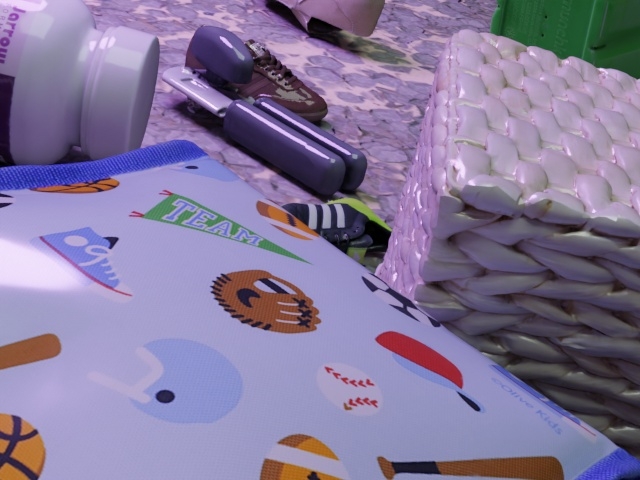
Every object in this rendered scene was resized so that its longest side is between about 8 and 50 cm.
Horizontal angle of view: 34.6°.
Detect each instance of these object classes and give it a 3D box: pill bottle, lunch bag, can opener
[{"bbox_3d":[-0.308,-0.161,0.941,0.301,0.169,0.169,12,28,-3],"label":"pill bottle"},{"bbox_3d":[-0.110,0.135,0.430,0.327,0.239,0.385,33,26,27],"label":"lunch bag"},{"bbox_3d":[-0.066,-0.142,1.113,0.280,0.093,0.074,38,35,29],"label":"can opener"}]

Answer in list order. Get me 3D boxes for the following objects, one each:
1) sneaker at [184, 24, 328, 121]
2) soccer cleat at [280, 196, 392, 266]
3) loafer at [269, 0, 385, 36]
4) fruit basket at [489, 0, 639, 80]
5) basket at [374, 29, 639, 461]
[{"bbox_3d":[-0.076,-0.197,1.218,0.188,0.071,0.066,20,28,11],"label":"sneaker"},{"bbox_3d":[0.000,0.000,0.910,0.072,0.060,0.179,33,30,29],"label":"soccer cleat"},{"bbox_3d":[-0.007,-0.354,1.524,0.101,0.092,0.268,-5,18,-35],"label":"loafer"},{"bbox_3d":[0.397,-0.351,1.405,0.392,0.392,0.283,-16,40,-44],"label":"fruit basket"},{"bbox_3d":[0.199,0.050,0.695,0.328,0.267,0.331,14,26,1],"label":"basket"}]
